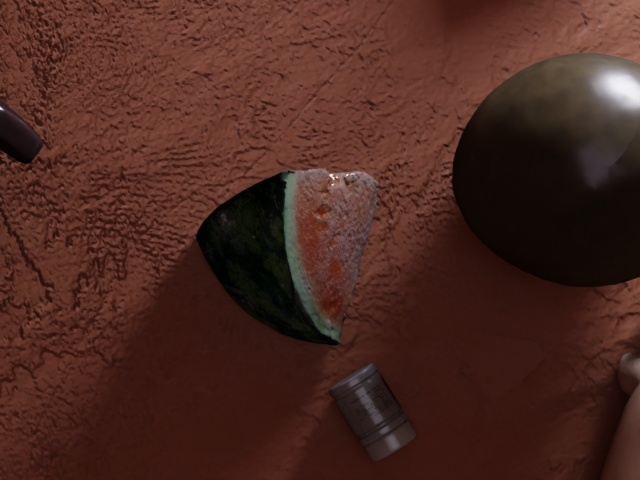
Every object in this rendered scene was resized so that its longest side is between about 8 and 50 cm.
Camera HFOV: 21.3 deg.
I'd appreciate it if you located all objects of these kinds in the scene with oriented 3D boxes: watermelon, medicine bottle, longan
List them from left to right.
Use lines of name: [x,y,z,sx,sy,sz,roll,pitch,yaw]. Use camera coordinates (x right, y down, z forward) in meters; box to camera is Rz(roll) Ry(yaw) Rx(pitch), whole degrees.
watermelon: [-0.008,0.012,1.795,0.202,0.136,0.207,-37,104,0]
medicine bottle: [0.056,0.183,1.812,0.058,0.058,0.091,-32,89,-6]
longan: [0.272,-0.075,1.764,0.258,0.258,0.258,0,86,-4]

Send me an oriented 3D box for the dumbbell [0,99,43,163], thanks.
dumbbell: [-0.401,-0.058,1.759,0.124,0.140,0.225,30,81,42]

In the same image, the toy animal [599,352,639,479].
toy animal: [0.397,0.260,1.767,0.213,0.195,0.256,18,82,-10]
